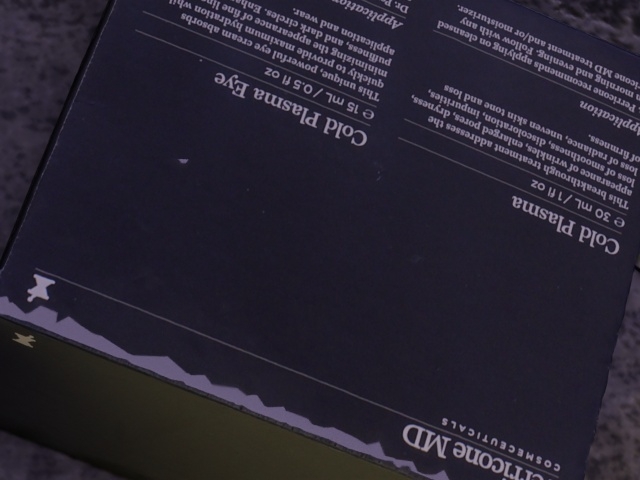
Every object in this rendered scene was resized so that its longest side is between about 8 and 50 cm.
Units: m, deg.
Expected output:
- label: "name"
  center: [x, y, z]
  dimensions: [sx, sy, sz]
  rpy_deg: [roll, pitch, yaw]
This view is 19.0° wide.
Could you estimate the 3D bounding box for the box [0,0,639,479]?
- label: "box"
  center: [0.000, 0.000, 1.133]
  dimensions: [0.343, 0.179, 0.312]
  rpy_deg: [23, 62, -7]
